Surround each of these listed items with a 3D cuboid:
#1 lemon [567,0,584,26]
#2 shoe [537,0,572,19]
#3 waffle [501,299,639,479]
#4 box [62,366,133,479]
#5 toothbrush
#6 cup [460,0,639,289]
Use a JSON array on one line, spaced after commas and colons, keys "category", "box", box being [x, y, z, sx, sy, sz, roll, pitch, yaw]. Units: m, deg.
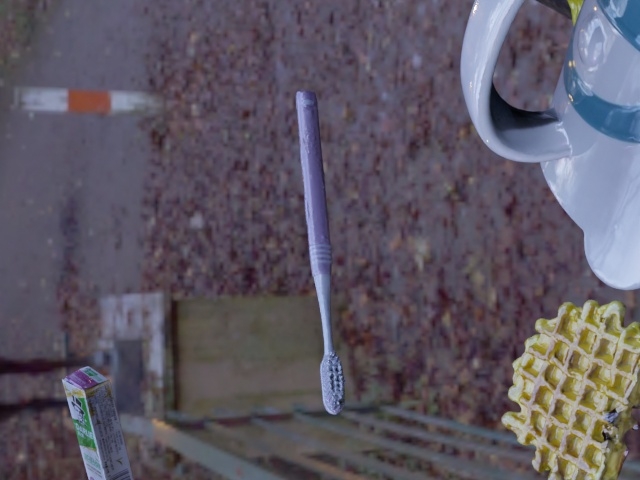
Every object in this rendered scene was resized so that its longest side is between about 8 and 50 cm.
[{"category": "lemon", "box": [0.283, -0.278, 0.975, 0.248, 0.184, 0.184, -57, 31, 8]}, {"category": "shoe", "box": [0.353, -0.330, 1.347, 0.171, 0.237, 0.384, -63, 6, 12]}, {"category": "waffle", "box": [0.398, 0.236, 1.737, 0.309, 0.065, 0.283, -37, 59, 45]}, {"category": "box", "box": [-0.268, 0.254, 1.425, 0.050, 0.041, 0.207, 22, 129, 46]}, {"category": "toothbrush", "box": [0.000, 0.000, 1.154, 0.029, 0.024, 0.353, 109, 158, -63]}, {"category": "cup", "box": [0.230, -0.114, 0.684, 0.219, 0.290, 0.257, -98, 13, -46]}]
